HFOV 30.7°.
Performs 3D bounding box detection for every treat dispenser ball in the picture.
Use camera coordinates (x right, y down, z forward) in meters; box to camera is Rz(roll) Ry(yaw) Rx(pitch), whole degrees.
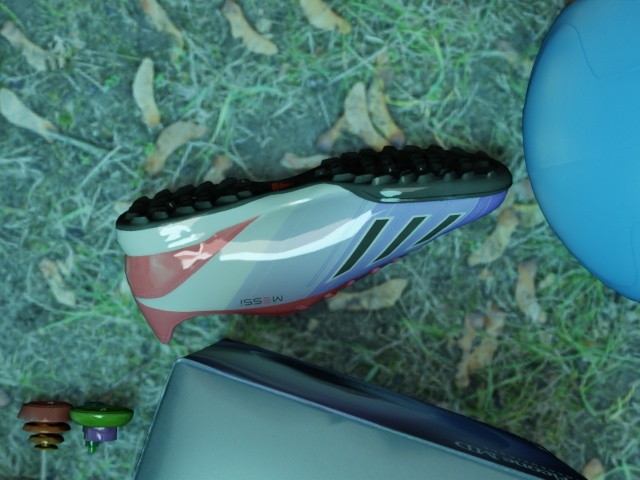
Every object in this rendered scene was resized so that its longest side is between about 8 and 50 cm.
[{"bbox_3d":[0.290,-0.084,0.835,0.288,0.288,0.288,0,88,1],"label":"treat dispenser ball"}]

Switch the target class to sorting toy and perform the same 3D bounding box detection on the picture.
[{"bbox_3d":[-0.198,0.155,0.950,0.101,0.061,0.042,1,88,24],"label":"sorting toy"}]

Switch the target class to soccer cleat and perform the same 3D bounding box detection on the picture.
[{"bbox_3d":[0.000,0.000,0.942,0.318,0.109,0.117,-11,108,-1],"label":"soccer cleat"}]

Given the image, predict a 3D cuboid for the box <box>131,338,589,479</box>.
[{"bbox_3d":[0.027,0.198,0.828,0.296,0.294,0.183,18,88,1],"label":"box"}]
